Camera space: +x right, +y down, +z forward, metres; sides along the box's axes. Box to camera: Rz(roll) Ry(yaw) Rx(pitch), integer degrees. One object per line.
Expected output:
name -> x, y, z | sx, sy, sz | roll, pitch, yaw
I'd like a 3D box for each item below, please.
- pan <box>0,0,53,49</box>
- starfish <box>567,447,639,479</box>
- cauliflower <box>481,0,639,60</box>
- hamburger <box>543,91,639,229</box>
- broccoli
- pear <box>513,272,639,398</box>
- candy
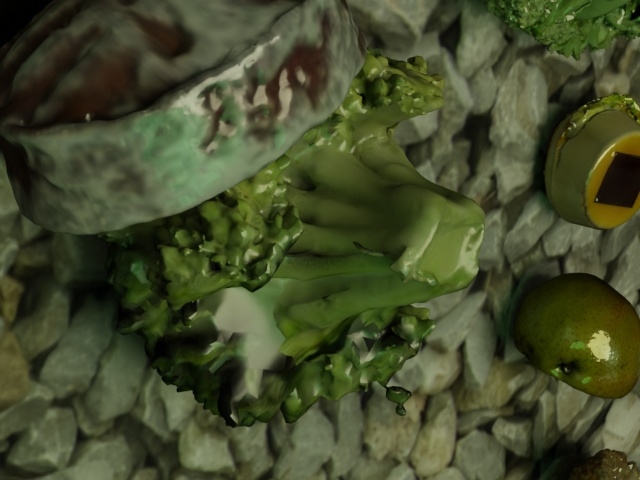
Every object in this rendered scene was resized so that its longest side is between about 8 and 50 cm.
pan -> -0.252, -0.140, 1.315 | 0.212, 0.040, 0.115 | -47, 131, -31
starfish -> 0.328, 0.348, 1.955 | 0.383, 0.132, 0.398 | -58, 147, -2
cauliflower -> 0.286, -0.282, 1.624 | 0.272, 0.250, 0.275 | 36, 83, -41
hamburger -> 0.284, -0.082, 1.805 | 0.127, 0.081, 0.141 | -14, 125, -37
broccoli -> 0.009, -0.003, 1.432 | 0.348, 0.281, 0.293 | -50, 126, -21
pear -> 0.272, 0.089, 1.805 | 0.141, 0.141, 0.104 | 3, 118, -43
candy -> -0.107, -0.126, 1.283 | 0.289, 0.214, 0.157 | -33, 127, -16
